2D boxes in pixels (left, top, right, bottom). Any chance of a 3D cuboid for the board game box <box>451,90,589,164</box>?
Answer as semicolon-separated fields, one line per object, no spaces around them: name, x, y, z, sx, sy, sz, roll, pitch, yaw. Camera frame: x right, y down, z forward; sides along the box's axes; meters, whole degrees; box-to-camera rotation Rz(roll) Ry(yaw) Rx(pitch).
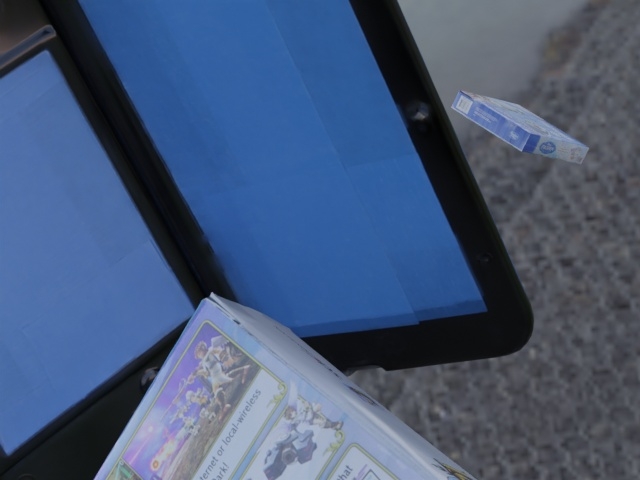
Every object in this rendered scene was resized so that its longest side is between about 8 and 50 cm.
board game box;0.175;-0.099;1.348;0.090;0.020;0.090;8;23;-47

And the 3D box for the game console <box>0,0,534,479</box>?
game console;-0.081;-0.007;0.721;0.250;0.293;0.173;-38;27;-22

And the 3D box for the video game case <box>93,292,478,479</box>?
video game case;-0.024;0.194;0.563;0.244;0.269;0.061;36;6;40
